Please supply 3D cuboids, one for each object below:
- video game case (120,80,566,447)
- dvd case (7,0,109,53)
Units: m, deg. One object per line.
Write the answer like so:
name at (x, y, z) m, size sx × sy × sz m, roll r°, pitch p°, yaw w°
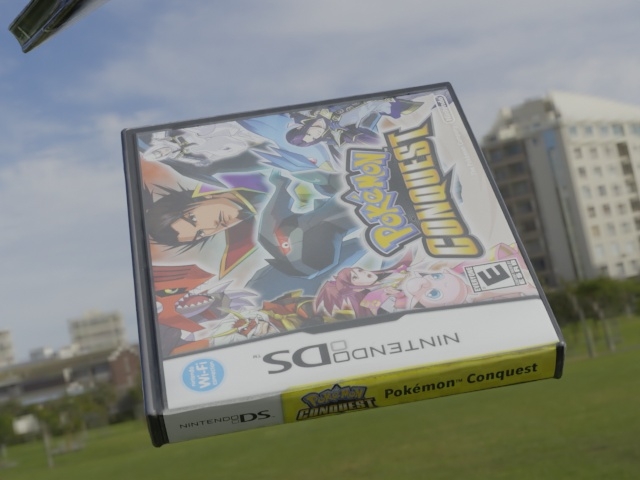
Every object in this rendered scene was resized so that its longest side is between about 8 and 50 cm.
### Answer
video game case at (0.000, 0.000, 0.792) m, size 0.248 × 0.275 × 0.035 m, roll -9°, pitch -46°, yaw -5°
dvd case at (-0.013, -0.158, 0.484) m, size 0.221 × 0.018 × 0.164 m, roll -41°, pitch 11°, yaw -31°
